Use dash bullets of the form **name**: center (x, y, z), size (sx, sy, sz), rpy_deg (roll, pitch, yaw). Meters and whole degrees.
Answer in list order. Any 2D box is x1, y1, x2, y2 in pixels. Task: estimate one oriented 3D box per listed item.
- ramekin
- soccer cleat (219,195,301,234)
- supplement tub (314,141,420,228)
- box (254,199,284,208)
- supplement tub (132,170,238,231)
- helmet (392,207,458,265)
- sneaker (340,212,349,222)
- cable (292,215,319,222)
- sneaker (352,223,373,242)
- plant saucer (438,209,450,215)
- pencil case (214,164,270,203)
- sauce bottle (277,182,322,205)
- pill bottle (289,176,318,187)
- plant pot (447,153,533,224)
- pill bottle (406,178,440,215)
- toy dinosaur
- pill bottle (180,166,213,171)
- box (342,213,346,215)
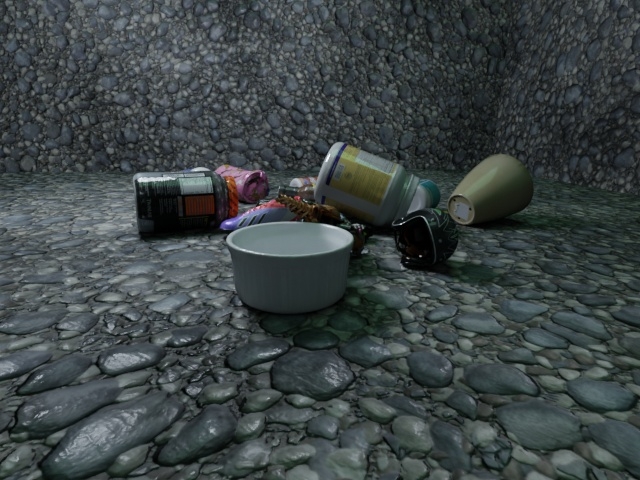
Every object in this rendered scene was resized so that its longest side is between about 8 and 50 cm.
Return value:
- **ramekin**: center (-0.065, 0.053, 0.917), size (0.277, 0.135, 0.277), rpy_deg (0, 16, 0)
- **soccer cleat**: center (-0.200, -0.085, 1.432), size (0.318, 0.117, 0.108), rpy_deg (-9, 18, -31)
- **supplement tub**: center (0.167, -0.193, 1.495), size (0.331, 0.241, 0.241), rpy_deg (23, 19, 5)
- **box**: center (-0.177, -0.137, 1.750), size (0.190, 0.045, 0.184), rpy_deg (1, 18, -2)
- **supplement tub**: center (-0.476, -0.142, 1.460), size (0.337, 0.207, 0.207), rpy_deg (-6, 17, -24)
- **helmet**: center (0.289, -0.010, 1.108), size (0.161, 0.170, 0.169), rpy_deg (-9, 9, 30)
- **sneaker**: center (0.023, -0.068, 1.481), size (0.086, 0.085, 0.237), rpy_deg (-41, 40, -20)
- **cable**: center (-0.022, -0.055, 1.382), size (0.150, 0.047, 0.184), rpy_deg (-23, 19, -7)
- **sneaker**: center (0.115, -0.022, 1.319), size (0.074, 0.063, 0.170), rpy_deg (4, 10, 33)
- **plant saucer**: center (0.535, -0.117, 1.765), size (0.083, 0.015, 0.083), rpy_deg (1, 16, 0)
- **pencil case**: center (-0.411, -0.292, 2.083), size (0.167, 0.160, 0.386), rpy_deg (-12, 19, -36)
- **sauce bottle**: center (0.000, -0.176, 1.676), size (0.344, 0.112, 0.111), rpy_deg (7, 16, 3)
- **pill bottle**: center (-0.034, -0.250, 2.016), size (0.216, 0.121, 0.121), rpy_deg (-10, 19, -33)
- **plant pot**: center (0.638, -0.171, 1.612), size (0.274, 0.257, 0.256), rpy_deg (-28, 28, -27)
- **pill bottle**: center (0.424, -0.182, 1.750), size (0.146, 0.146, 0.264), rpy_deg (10, 18, 29)
- **toy dinosaur**: center (-0.002, -0.051, 1.124), size (0.218, 0.322, 0.164), rpy_deg (6, 50, 40)
- **pill bottle**: center (-0.570, -0.258, 1.901), size (0.152, 0.153, 0.272), rpy_deg (-12, 11, -38)
- **box**: center (0.057, -0.132, 1.786), size (0.164, 0.021, 0.201), rpy_deg (16, 22, 42)
